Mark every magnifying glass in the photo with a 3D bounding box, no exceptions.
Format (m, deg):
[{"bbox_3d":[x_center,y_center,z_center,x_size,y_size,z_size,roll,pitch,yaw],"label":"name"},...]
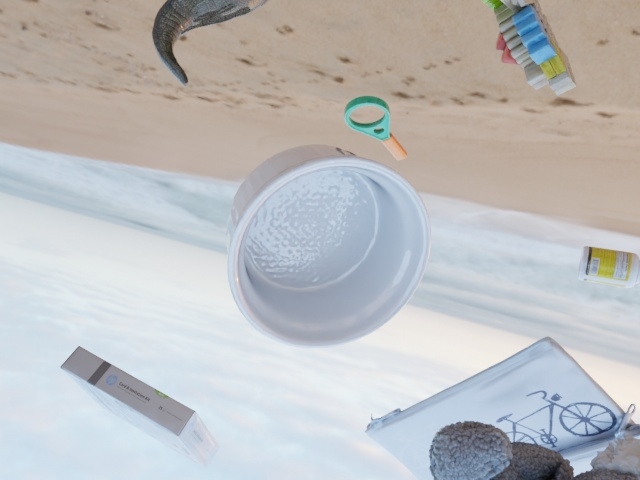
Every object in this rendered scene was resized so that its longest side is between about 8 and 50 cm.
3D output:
[{"bbox_3d":[0.128,-0.233,1.150,0.092,0.026,0.231,-15,154,27],"label":"magnifying glass"}]

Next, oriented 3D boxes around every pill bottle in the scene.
[{"bbox_3d":[0.531,0.050,0.969,0.117,0.065,0.065,11,174,22],"label":"pill bottle"}]

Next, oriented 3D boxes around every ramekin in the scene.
[{"bbox_3d":[0.000,0.000,0.754,0.277,0.277,0.135,17,-163,-24],"label":"ramekin"}]

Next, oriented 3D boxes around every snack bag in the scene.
[{"bbox_3d":[0.281,0.304,0.726,0.342,0.323,0.037,46,-148,-9],"label":"snack bag"}]

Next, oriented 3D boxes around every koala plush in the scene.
[{"bbox_3d":[0.246,0.274,0.528,0.222,0.196,0.203,-12,161,27],"label":"koala plush"}]

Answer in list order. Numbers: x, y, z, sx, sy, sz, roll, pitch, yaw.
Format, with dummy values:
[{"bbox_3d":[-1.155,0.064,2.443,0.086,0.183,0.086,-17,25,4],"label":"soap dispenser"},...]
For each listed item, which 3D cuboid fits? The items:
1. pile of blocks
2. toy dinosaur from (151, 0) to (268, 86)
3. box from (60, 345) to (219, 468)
[{"bbox_3d":[0.404,-0.459,1.142,0.113,0.362,0.149,-26,-176,39],"label":"pile of blocks"},{"bbox_3d":[-0.062,-0.255,0.385,0.121,0.313,0.160,-22,160,33],"label":"toy dinosaur"},{"bbox_3d":[-0.231,0.220,0.703,0.186,0.038,0.145,22,148,20],"label":"box"}]
